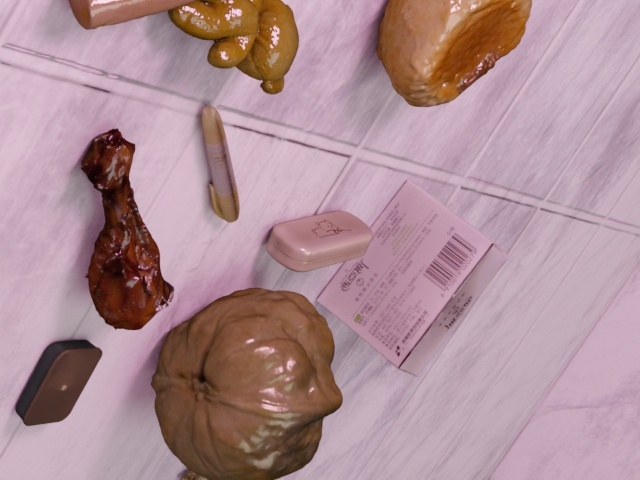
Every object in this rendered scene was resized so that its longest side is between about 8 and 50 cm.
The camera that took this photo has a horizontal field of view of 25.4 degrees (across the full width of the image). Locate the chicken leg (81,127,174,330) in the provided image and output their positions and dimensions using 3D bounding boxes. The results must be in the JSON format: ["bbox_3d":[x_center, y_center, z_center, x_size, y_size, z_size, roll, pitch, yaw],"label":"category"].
[{"bbox_3d":[-0.246,-0.014,1.761,0.113,0.093,0.304,-52,152,-42],"label":"chicken leg"}]

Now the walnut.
[{"bbox_3d":[-0.104,0.214,2.076,0.253,0.282,0.277,-19,174,25],"label":"walnut"}]

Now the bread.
[{"bbox_3d":[0.181,-0.305,2.003,0.244,0.134,0.244,-38,154,-23],"label":"bread"}]

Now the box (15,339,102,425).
[{"bbox_3d":[-0.350,0.188,1.896,0.091,0.031,0.126,-1,126,-57],"label":"box"}]

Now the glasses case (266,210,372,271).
[{"bbox_3d":[0.000,0.000,2.154,0.196,0.083,0.050,-15,137,-52],"label":"glasses case"}]

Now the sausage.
[{"bbox_3d":[-0.137,-0.296,1.554,0.301,0.066,0.066,-26,145,-30],"label":"sausage"}]

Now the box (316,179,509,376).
[{"bbox_3d":[0.153,0.063,2.350,0.260,0.194,0.111,-53,154,6],"label":"box"}]

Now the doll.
[{"bbox_3d":[-0.107,-0.259,1.678,0.209,0.097,0.137,29,67,-48],"label":"doll"}]

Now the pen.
[{"bbox_3d":[-0.136,-0.097,1.879,0.040,0.032,0.233,-20,145,-8],"label":"pen"}]

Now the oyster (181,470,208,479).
[{"bbox_3d":[-0.210,0.401,2.410,0.080,0.038,0.083,-3,161,-25],"label":"oyster"}]
